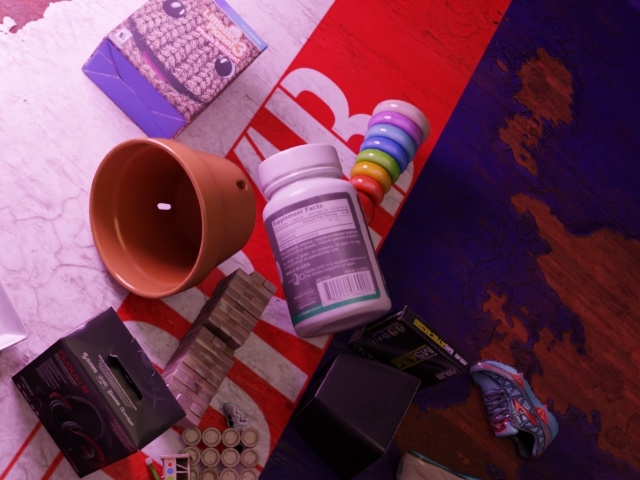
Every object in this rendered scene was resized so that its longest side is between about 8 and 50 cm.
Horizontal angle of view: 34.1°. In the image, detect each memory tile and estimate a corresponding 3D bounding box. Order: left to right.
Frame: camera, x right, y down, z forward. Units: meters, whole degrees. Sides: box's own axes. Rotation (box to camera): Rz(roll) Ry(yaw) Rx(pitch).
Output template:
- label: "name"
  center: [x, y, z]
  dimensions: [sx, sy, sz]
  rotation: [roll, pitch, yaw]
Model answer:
- label: "memory tile"
  center: [-0.185, 0.399, 1.912]
  dimensions: [0.148, 0.012, 0.113]
  rotation: [5, 71, -16]

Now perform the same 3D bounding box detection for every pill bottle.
- label: "pill bottle"
  center: [0.000, 0.000, 2.116]
  dimensions: [0.204, 0.204, 0.360]
  rotation: [-6, 74, -36]

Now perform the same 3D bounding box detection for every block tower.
- label: "block tower"
  center: [-0.207, 0.200, 1.964]
  dimensions: [0.091, 0.097, 0.335]
  rotation: [40, 52, -13]

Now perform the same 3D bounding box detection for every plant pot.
- label: "plant pot"
  center: [-0.258, -0.053, 1.939]
  dimensions: [0.203, 0.291, 0.290]
  rotation: [-15, 79, -54]
- label: "plant pot"
  center: [0.057, 0.329, 2.039]
  dimensions: [0.167, 0.188, 0.187]
  rotation: [34, 54, -1]

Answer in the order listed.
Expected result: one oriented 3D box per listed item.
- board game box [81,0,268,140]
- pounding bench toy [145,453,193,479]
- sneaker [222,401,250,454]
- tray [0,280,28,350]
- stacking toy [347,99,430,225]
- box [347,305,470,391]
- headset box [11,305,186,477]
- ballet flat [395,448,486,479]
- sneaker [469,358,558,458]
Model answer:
- label: "board game box"
  center: [-0.293, -0.373, 2.123]
  dimensions: [0.232, 0.141, 0.291]
  rotation: [45, 53, -9]
- label: "pounding bench toy"
  center: [-0.270, 0.418, 1.849]
  dimensions: [0.083, 0.052, 0.065]
  rotation: [-3, 70, -1]
- label: "sneaker"
  center: [-0.165, 0.358, 1.956]
  dimensions: [0.098, 0.038, 0.069]
  rotation: [53, 51, -3]
- label: "tray"
  center: [-0.624, 0.079, 1.775]
  dimensions: [0.145, 0.030, 0.270]
  rotation: [-27, 86, -39]
- label: "stacking toy"
  center: [0.124, -0.154, 2.329]
  dimensions: [0.141, 0.141, 0.330]
  rotation: [37, 61, -16]
- label: "box"
  center: [0.180, 0.230, 2.146]
  dimensions: [0.184, 0.191, 0.045]
  rotation: [42, 51, -13]
- label: "headset box"
  center: [-0.363, 0.250, 1.707]
  dimensions: [0.110, 0.293, 0.218]
  rotation: [-35, 92, -39]
- label: "ballet flat"
  center: [0.262, 0.507, 2.162]
  dimensions: [0.249, 0.086, 0.086]
  rotation: [25, 58, -21]
- label: "sneaker"
  center: [0.419, 0.374, 2.300]
  dimensions: [0.262, 0.104, 0.125]
  rotation: [46, 54, -8]
